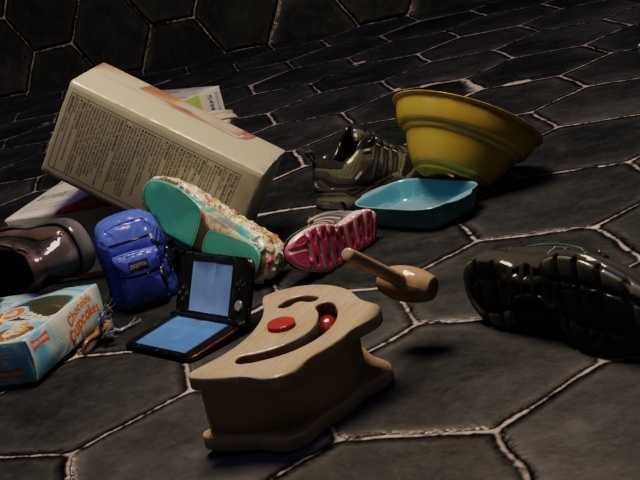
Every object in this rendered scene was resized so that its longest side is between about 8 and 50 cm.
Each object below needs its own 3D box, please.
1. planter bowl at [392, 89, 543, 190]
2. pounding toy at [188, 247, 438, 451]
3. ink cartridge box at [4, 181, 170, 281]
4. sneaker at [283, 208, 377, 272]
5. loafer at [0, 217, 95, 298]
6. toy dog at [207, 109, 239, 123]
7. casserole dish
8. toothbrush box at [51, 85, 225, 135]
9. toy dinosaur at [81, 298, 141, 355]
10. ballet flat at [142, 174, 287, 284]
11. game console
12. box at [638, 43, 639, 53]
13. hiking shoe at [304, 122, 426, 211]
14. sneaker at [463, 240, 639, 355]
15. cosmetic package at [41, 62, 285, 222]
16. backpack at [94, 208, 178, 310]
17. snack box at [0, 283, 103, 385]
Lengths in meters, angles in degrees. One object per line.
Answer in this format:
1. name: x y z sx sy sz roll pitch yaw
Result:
1. planter bowl: 0.191 -0.126 1.783 0.217 0.090 0.217 17 -8 2
2. pounding toy: -0.022 0.078 1.251 0.154 0.155 0.269 7 27 42
3. ink cartridge box: -0.324 -0.042 1.986 0.197 0.114 0.273 -8 19 21
4. sneaker: 0.000 0.000 1.661 0.074 0.063 0.170 0 17 40
5. loafer: -0.422 0.038 1.759 0.095 0.109 0.302 -32 10 -40
6. toy dog: -0.281 -0.130 2.261 0.220 0.161 0.333 -10 2 25
7. casserole dish: 0.132 -0.049 1.747 0.114 0.037 0.188 -26 21 -35
8. toothbrush box: -0.350 -0.205 2.540 0.283 0.122 0.206 -27 20 -39
9. toy dinosaur: -0.272 0.103 1.602 0.090 0.047 0.082 -32 3 -18
10. ballet flat: -0.136 -0.012 1.704 0.241 0.091 0.077 35 24 30
11. game console: -0.155 0.074 1.519 0.085 0.124 0.144 6 -1 -41
12. box: 0.576 -0.228 1.715 0.270 0.165 0.143 -24 19 -31
13. hiking shoe: 0.083 -0.124 1.896 0.227 0.114 0.086 -25 20 -31
14. sneaker: 0.251 0.038 1.247 0.106 0.101 0.267 -21 17 -27
15. cosmetic package: -0.219 -0.113 1.811 0.296 0.153 0.129 28 24 3
16. backpack: -0.240 0.022 1.692 0.098 0.120 0.101 -18 17 -14
17. snack box: -0.454 0.131 1.626 0.321 0.060 0.187 -9 17 20
